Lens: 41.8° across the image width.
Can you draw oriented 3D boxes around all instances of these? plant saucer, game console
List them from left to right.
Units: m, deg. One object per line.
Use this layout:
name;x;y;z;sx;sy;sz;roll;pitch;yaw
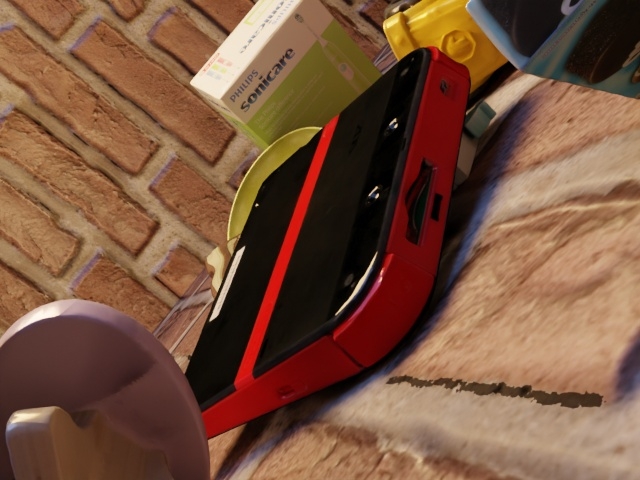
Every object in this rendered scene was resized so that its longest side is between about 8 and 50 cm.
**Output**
plant saucer;-0.036;-0.041;1.171;0.241;0.037;0.241;-22;57;38
game console;0.000;0.000;0.838;0.342;0.060;0.386;-37;25;42

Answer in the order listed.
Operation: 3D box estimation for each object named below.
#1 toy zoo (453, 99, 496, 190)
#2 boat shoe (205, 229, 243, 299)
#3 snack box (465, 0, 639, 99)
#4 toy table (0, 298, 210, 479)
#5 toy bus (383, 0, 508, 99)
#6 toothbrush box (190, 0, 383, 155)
toy zoo;0.079;-0.048;0.932;0.293;0.030;0.192;-42;12;22
boat shoe;-0.081;0.048;1.048;0.095;0.095;0.257;-42;29;2
snack box;0.241;-0.217;0.444;0.187;0.060;0.322;-5;-37;-51
toy table;-0.164;0.197;0.587;0.252;0.274;0.161;-17;23;0
toy bus;0.209;-0.289;1.025;0.211;0.149;0.220;-25;20;38
toothbrush box;-0.022;-0.221;1.302;0.206;0.283;0.122;-51;38;-3
